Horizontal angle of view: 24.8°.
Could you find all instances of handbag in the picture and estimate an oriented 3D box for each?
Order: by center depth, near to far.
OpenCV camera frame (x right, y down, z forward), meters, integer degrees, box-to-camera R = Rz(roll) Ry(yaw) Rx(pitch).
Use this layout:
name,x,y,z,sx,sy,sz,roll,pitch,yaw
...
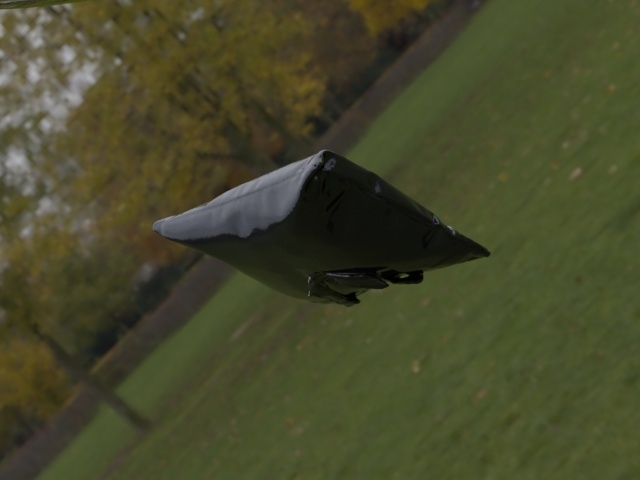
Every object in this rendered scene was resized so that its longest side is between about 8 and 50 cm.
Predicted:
name,x,y,z,sx,sy,sz,roll,pitch,yaw
handbag,0.000,0.000,1.321,0.254,0.211,0.089,-18,55,50

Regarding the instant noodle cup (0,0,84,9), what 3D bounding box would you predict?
name,x,y,z,sx,sy,sz,roll,pitch,yaw
instant noodle cup,-0.164,-0.268,1.056,0.213,0.174,0.213,-9,7,1
